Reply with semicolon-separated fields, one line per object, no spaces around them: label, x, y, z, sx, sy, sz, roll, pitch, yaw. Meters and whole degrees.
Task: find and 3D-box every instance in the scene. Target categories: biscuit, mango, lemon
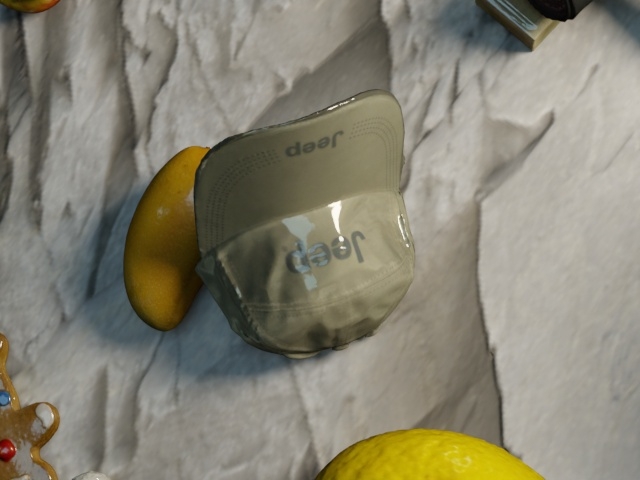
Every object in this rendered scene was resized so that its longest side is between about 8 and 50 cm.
biscuit;-0.325;0.197;1.002;0.138;0.031;0.205;-31;78;4
mango;-0.133;-0.005;0.975;0.102;0.085;0.184;26;97;6
lemon;0.097;0.268;0.815;0.253;0.228;0.228;4;81;8

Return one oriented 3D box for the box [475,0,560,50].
box;0.201;-0.241;0.977;0.079;0.035;0.083;-46;76;1

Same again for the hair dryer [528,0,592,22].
hair dryer;0.319;-0.227;0.913;0.197;0.089;0.251;-40;93;-3

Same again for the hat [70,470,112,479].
hat;-0.226;0.301;0.949;0.112;0.094;0.162;8;64;1

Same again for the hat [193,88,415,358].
hat;0.000;0.000;0.874;0.214;0.245;0.149;-21;72;-9

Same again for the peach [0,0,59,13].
peach;-0.300;-0.279;1.060;0.098;0.061;0.098;-12;59;21
